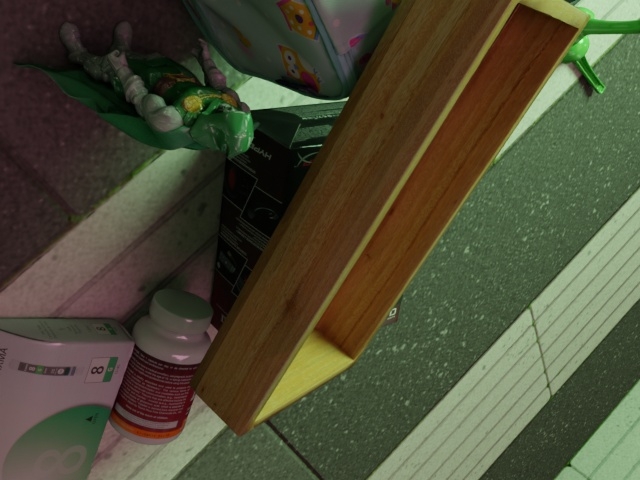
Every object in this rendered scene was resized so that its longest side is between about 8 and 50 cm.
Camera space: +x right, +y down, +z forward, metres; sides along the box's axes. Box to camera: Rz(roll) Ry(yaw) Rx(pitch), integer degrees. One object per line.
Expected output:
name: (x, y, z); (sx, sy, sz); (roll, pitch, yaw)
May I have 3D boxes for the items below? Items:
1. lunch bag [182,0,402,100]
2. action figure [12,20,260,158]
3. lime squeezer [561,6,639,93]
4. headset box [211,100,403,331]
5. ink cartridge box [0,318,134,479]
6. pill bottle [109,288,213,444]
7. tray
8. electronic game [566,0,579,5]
lunch bag: (-0.055, -0.235, 0.542); (0.108, 0.224, 0.279); (-46, 133, -18)
action figure: (-0.119, -0.114, 0.548); (0.137, 0.232, 0.063); (-17, 127, -37)
lime squeezer: (0.378, -0.277, 1.025); (0.310, 0.110, 0.058); (19, 86, -79)
headset box: (0.000, 0.000, 0.835); (0.218, 0.110, 0.293); (-14, 126, -37)
ink cartridge box: (-0.307, 0.162, 0.697); (0.225, 0.056, 0.181); (6, 112, -48)
pill bottle: (-0.167, 0.133, 0.784); (0.086, 0.086, 0.152); (3, 115, -45)
tray: (0.053, -0.032, 0.621); (0.203, 0.076, 0.411); (-16, 141, -57)
electronic game: (0.301, -0.390, 0.905); (0.229, 0.048, 0.229); (-22, 129, -30)
